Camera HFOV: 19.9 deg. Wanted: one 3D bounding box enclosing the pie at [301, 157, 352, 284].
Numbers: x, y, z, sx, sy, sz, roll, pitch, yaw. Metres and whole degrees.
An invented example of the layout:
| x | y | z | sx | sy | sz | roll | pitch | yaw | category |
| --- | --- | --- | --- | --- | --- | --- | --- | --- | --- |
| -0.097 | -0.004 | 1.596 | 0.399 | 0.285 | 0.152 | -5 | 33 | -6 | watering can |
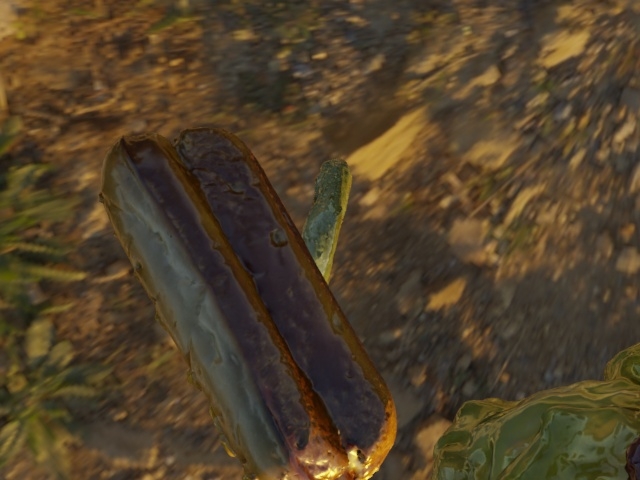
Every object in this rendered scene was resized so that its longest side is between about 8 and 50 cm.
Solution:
| x | y | z | sx | sy | sz | roll | pitch | yaw | category |
| --- | --- | --- | --- | --- | --- | --- | --- | --- | --- |
| 0.000 | 0.000 | 0.833 | 0.017 | 0.085 | 0.085 | 12 | 100 | 1 | pie |

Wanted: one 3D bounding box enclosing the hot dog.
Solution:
| x | y | z | sx | sy | sz | roll | pitch | yaw | category |
| --- | --- | --- | --- | --- | --- | --- | --- | --- | --- |
| -0.027 | 0.027 | 0.697 | 0.045 | 0.071 | 0.165 | -46 | 66 | 40 | hot dog |

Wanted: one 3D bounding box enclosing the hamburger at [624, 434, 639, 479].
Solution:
| x | y | z | sx | sy | sz | roll | pitch | yaw | category |
| --- | --- | --- | --- | --- | --- | --- | --- | --- | --- |
| 0.278 | 0.061 | 0.822 | 0.282 | 0.155 | 0.245 | -4 | 129 | -4 | hamburger |

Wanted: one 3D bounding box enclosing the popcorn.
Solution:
| x | y | z | sx | sy | sz | roll | pitch | yaw | category |
| --- | --- | --- | --- | --- | --- | --- | --- | --- | --- |
| 0.164 | 0.159 | 1.020 | 0.256 | 0.255 | 0.194 | -18 | 84 | 56 | popcorn |
